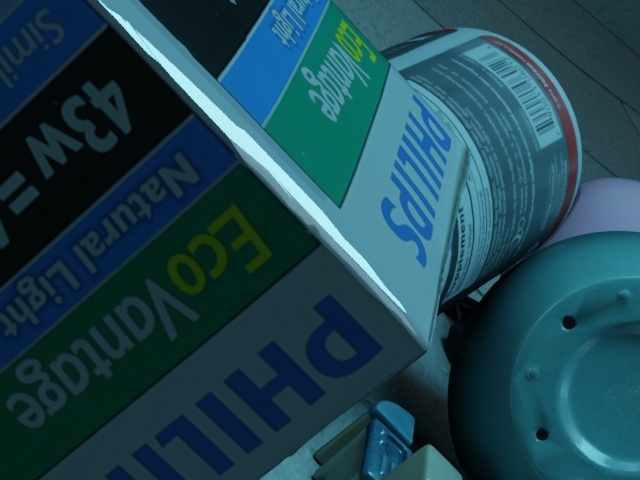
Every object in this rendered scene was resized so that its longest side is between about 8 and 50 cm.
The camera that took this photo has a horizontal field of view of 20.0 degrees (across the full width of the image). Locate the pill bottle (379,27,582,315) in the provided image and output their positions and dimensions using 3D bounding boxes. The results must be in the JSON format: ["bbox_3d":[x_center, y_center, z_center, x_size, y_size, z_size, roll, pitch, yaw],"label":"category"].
[{"bbox_3d":[0.040,-0.032,1.410,0.210,0.210,0.363,52,37,7],"label":"pill bottle"}]

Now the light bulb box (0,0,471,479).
[{"bbox_3d":[-0.188,-0.021,0.749,0.361,0.358,0.225,45,22,-10],"label":"light bulb box"}]

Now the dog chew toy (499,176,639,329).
[{"bbox_3d":[0.331,0.093,1.721,0.332,0.206,0.206,40,20,-9],"label":"dog chew toy"}]

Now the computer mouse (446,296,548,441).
[{"bbox_3d":[0.147,0.102,1.718,0.184,0.060,0.262,38,22,-34],"label":"computer mouse"}]

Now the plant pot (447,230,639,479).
[{"bbox_3d":[0.242,0.127,1.439,0.293,0.293,0.235,53,2,8],"label":"plant pot"}]

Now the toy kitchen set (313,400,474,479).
[{"bbox_3d":[0.089,0.207,1.297,0.166,0.122,0.207,45,20,-13],"label":"toy kitchen set"}]
